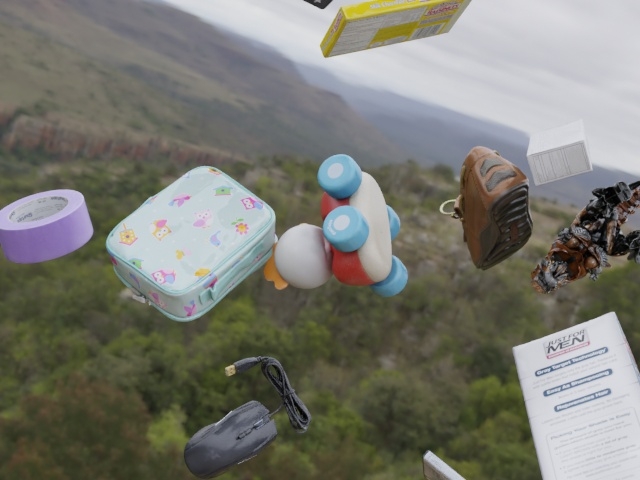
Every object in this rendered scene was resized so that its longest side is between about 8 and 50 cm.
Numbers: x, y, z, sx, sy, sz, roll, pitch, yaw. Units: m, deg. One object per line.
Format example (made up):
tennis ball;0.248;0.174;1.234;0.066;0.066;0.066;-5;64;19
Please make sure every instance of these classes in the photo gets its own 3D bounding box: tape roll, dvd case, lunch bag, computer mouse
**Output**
tape roll;-0.573;-0.031;2.270;0.189;0.080;0.189;-9;25;4
dvd case;0.295;0.498;2.057;0.253;0.022;0.180;37;-15;19
lunch bag;-0.223;0.011;1.943;0.224;0.108;0.279;35;59;23
computer mouse;-0.155;0.332;2.105;0.262;0.184;0.060;-24;-3;-20

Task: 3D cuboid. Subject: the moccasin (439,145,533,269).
moccasin;0.316;-0.057;2.094;0.147;0.139;0.380;56;-1;25

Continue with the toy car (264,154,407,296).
toy car;0.000;0.000;1.927;0.238;0.210;0.219;-17;-34;18

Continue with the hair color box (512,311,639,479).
hair color box;0.403;0.280;1.598;0.105;0.174;0.347;57;19;-36

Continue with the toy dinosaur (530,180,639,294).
toy dinosaur;0.529;-0.024;2.085;0.164;0.322;0.218;31;-21;-7

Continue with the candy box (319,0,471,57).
candy box;0.107;-0.306;1.521;0.206;0.027;0.105;-15;-18;-22

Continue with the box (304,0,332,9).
box;-0.060;-0.610;1.895;0.296;0.294;0.183;20;-33;-29

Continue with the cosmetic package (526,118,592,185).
cosmetic package;0.415;-0.154;1.903;0.099;0.060;0.239;-13;11;16
